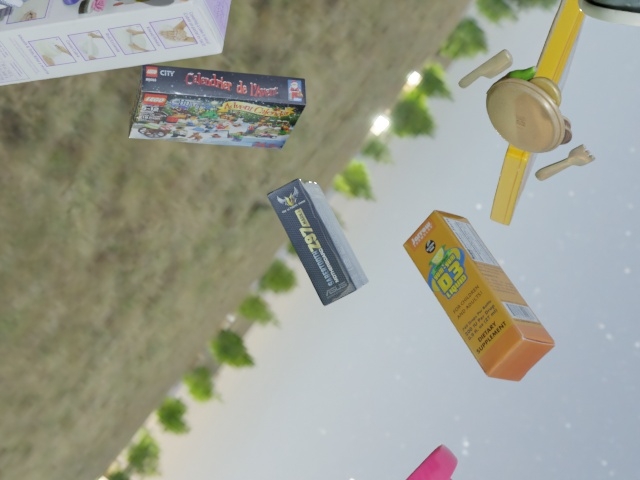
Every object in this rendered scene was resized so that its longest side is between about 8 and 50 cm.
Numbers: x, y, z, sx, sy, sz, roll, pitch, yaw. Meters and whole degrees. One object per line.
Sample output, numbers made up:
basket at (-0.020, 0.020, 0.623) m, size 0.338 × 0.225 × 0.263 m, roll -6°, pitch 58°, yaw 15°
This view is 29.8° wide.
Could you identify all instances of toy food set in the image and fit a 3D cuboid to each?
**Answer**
toy food set at (0.286, -0.175, 1.639) m, size 0.038 × 0.192 × 0.132 m, roll -46°, pitch -170°, yaw -31°

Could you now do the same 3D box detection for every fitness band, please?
fitness band at (0.079, 0.380, 1.565) m, size 0.291 × 0.054 × 0.209 m, roll -53°, pitch 164°, yaw 23°

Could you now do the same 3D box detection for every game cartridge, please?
game cartridge at (0.372, -0.220, 2.047) m, size 0.285 × 0.052 × 0.324 m, roll 85°, pitch 25°, yaw -67°

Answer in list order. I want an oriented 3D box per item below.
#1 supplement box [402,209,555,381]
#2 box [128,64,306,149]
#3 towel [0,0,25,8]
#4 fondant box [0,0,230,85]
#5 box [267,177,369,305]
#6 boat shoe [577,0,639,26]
supplement box at (0.200, 0.068, 1.549) m, size 0.080 × 0.233 × 0.078 m, roll 14°, pitch 125°, yaw -43°
box at (-0.151, -0.189, 1.730) m, size 0.159 × 0.233 × 0.044 m, roll 128°, pitch -37°, yaw -66°
towel at (-0.417, -0.199, 1.031) m, size 0.285 × 0.034 × 0.209 m, roll -14°, pitch 171°, yaw 21°
fondant box at (-0.268, -0.316, 1.433) m, size 0.096 × 0.330 × 0.238 m, roll 60°, pitch 30°, yaw -51°
box at (0.000, 0.000, 1.812) m, size 0.059 × 0.183 × 0.232 m, roll -27°, pitch 179°, yaw 6°
boat shoe at (0.296, -0.260, 1.022) m, size 0.319 × 0.116 × 0.099 m, roll -46°, pitch 144°, yaw -53°
